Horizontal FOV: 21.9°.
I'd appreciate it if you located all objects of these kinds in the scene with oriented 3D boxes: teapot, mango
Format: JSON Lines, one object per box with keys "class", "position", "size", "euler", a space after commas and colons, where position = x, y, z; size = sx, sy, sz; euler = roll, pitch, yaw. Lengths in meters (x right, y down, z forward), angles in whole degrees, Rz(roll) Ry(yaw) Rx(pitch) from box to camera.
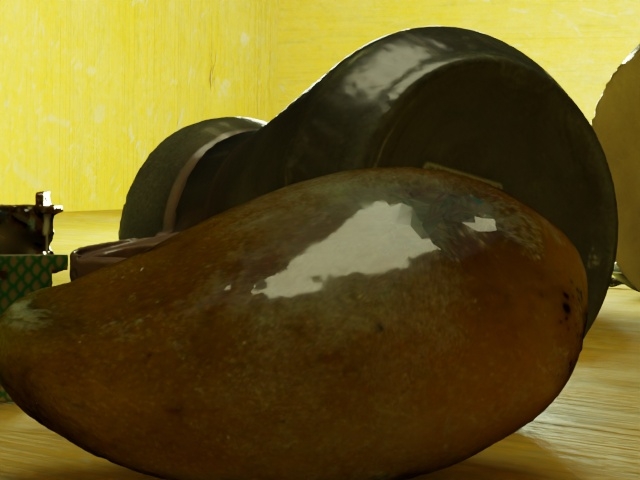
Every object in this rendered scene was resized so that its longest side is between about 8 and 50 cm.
{"class": "teapot", "position": [0.000, 0.000, 1.146], "size": [0.300, 0.253, 0.344], "euler": [-11, 2, -31]}
{"class": "mango", "position": [-0.012, 0.046, 0.867], "size": [0.316, 0.146, 0.192], "euler": [-5, 33, -10]}

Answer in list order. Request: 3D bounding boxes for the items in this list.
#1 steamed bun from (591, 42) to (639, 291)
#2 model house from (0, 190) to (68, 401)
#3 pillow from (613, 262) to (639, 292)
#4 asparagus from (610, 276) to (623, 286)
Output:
{"class": "steamed bun", "position": [0.418, -0.075, 1.586], "size": [0.206, 0.324, 0.324], "euler": [-14, 11, -33]}
{"class": "model house", "position": [-0.309, 0.026, 1.078], "size": [0.271, 0.178, 0.206], "euler": [5, 6, 5]}
{"class": "pillow", "position": [0.401, 0.039, 1.926], "size": [0.091, 0.055, 0.136], "euler": [40, 27, 28]}
{"class": "asparagus", "position": [0.301, 0.050, 2.013], "size": [0.163, 0.016, 0.016], "euler": [1, -22, -2]}
